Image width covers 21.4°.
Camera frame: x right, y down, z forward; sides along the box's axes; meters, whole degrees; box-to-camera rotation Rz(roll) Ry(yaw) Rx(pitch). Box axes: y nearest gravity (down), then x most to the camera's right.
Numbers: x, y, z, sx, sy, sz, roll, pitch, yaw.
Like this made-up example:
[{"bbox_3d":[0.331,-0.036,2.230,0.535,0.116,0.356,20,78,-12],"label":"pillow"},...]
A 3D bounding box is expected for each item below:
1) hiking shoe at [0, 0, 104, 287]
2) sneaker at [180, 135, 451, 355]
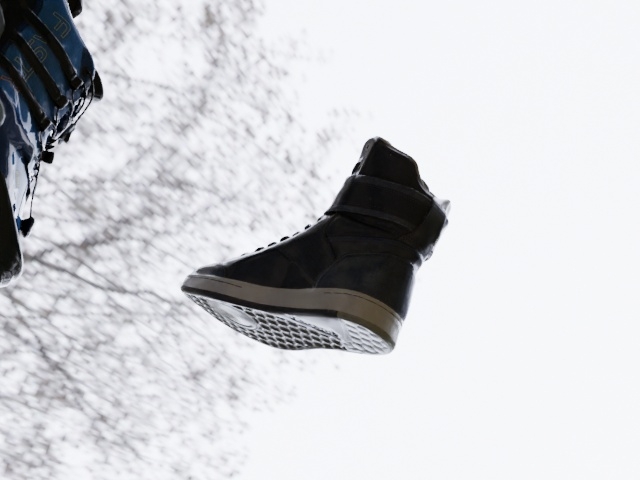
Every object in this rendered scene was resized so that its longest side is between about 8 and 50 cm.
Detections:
[{"bbox_3d":[-0.226,-0.106,1.298,0.132,0.113,0.304,5,-115,-22],"label":"hiking shoe"},{"bbox_3d":[0.002,0.001,1.323,0.226,0.086,0.163,4,-118,43],"label":"sneaker"}]
